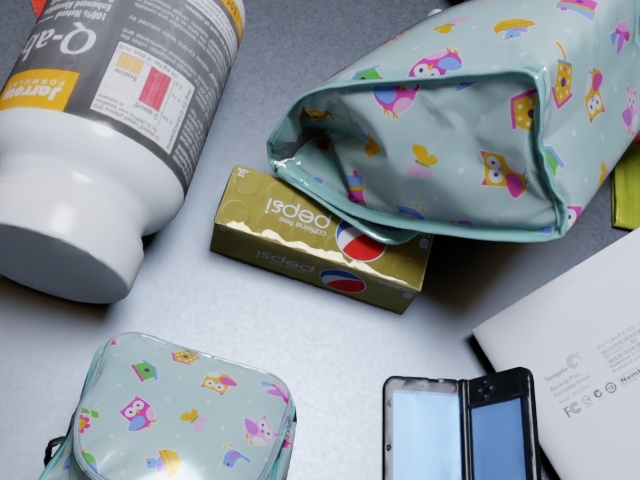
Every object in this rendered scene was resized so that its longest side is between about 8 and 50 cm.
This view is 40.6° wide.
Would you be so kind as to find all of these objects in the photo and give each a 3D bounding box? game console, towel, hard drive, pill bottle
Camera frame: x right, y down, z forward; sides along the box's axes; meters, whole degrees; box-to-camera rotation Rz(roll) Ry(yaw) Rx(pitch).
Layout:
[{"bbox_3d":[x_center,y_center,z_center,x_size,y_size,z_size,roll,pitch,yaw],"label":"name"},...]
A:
[{"bbox_3d":[0.110,0.162,0.686,0.071,0.107,0.122,19,60,-34],"label":"game console"},{"bbox_3d":[0.404,-0.037,0.860,0.237,0.021,0.102,11,63,-6],"label":"towel"},{"bbox_3d":[0.292,0.154,0.679,0.210,0.040,0.318,-34,72,15],"label":"hard drive"},{"bbox_3d":[-0.171,-0.101,0.699,0.162,0.162,0.278,17,63,-3],"label":"pill bottle"}]

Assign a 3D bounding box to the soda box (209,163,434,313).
[{"bbox_3d":[0.000,0.000,0.743,0.181,0.058,0.061,18,63,-2],"label":"soda box"}]

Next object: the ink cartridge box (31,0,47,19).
[{"bbox_3d":[-0.187,-0.322,0.857,0.232,0.066,0.189,-16,70,-22],"label":"ink cartridge box"}]

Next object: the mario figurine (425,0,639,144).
[{"bbox_3d":[0.213,-0.224,0.819,0.170,0.198,0.320,-24,68,-33],"label":"mario figurine"}]

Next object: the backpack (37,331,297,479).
[{"bbox_3d":[-0.106,0.165,0.580,0.166,0.144,0.188,19,50,-4],"label":"backpack"}]

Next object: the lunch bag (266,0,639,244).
[{"bbox_3d":[0.110,-0.110,0.716,0.223,0.262,0.160,-45,124,-41],"label":"lunch bag"}]
